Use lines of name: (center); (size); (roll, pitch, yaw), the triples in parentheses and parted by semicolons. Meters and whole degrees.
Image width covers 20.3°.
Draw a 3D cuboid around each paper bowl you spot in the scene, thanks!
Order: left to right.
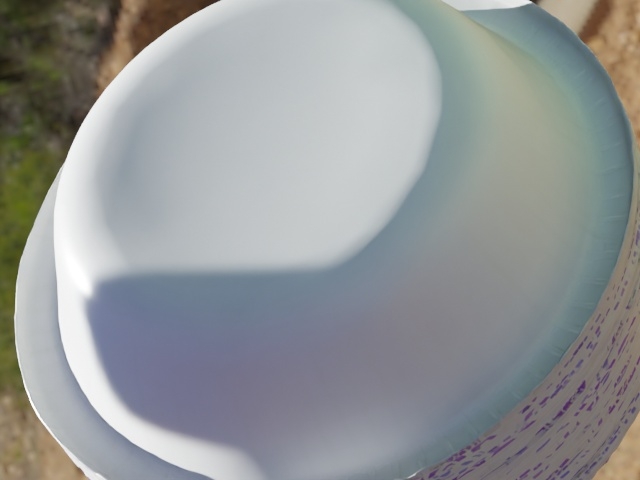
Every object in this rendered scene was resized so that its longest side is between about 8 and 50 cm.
paper bowl: (0.000, 0.000, 0.776); (0.284, 0.284, 0.148); (54, 176, 41)
